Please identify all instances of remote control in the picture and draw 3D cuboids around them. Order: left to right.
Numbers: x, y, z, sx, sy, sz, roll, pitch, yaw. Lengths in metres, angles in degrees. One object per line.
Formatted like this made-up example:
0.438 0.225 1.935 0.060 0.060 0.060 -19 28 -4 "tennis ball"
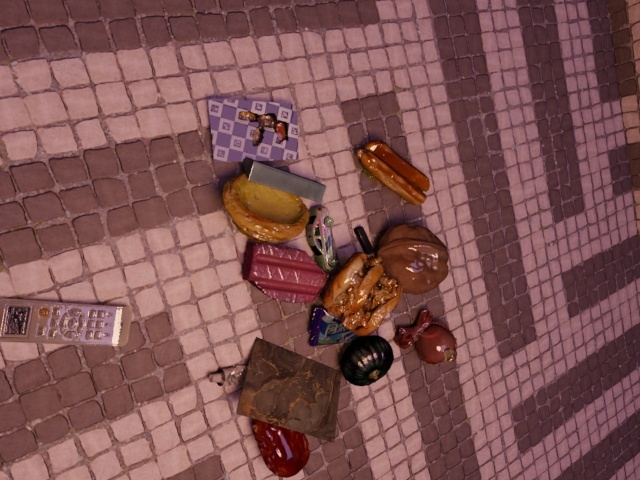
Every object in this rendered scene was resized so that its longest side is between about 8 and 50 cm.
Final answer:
-0.682 0.221 1.097 0.313 0.055 0.109 8 83 -21 "remote control"

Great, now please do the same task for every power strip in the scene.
0.158 0.000 1.490 0.029 0.038 0.111 -31 104 -20 "power strip"

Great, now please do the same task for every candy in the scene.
0.086 0.306 1.456 0.275 0.070 0.145 5 97 -30 "candy"

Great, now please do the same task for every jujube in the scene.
-0.131 0.646 1.321 0.155 0.155 0.230 -28 99 -22 "jujube"

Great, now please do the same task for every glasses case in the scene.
-0.109 -0.201 1.295 0.266 0.105 0.056 14 125 -34 "glasses case"

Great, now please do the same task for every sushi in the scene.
-0.208 -0.347 1.296 0.280 0.043 0.192 -6 98 -20 "sushi"

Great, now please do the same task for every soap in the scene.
-0.105 0.110 1.329 0.289 0.112 0.182 10 88 -25 "soap"

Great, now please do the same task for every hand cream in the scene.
-0.236 0.441 1.319 0.257 0.050 0.084 7 91 -32 "hand cream"

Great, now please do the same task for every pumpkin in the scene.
0.166 0.427 1.437 0.202 0.140 0.201 -17 132 -20 "pumpkin"

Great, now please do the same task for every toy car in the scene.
0.000 0.000 1.382 0.076 0.090 0.224 -6 92 -24 "toy car"

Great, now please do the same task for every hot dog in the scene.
0.265 -0.251 1.497 0.337 0.100 0.135 30 71 -24 "hot dog"

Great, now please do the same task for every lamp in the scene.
0.419 0.399 1.584 0.215 0.151 0.223 -34 63 -26 "lamp"

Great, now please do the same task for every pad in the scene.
-0.085 0.494 1.344 0.368 0.007 0.247 29 48 -23 "pad"

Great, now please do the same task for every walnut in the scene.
0.329 0.065 1.470 0.273 0.227 0.273 -1 93 -20 "walnut"

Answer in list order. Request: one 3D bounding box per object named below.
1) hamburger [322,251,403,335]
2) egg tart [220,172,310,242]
0.143 0.166 1.351 0.211 0.245 0.260 37 112 5 "hamburger"
-0.174 -0.086 1.244 0.294 0.294 0.123 17 127 -25 "egg tart"
